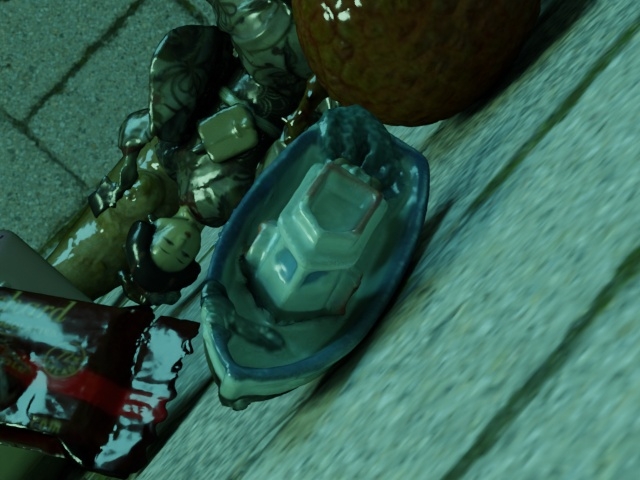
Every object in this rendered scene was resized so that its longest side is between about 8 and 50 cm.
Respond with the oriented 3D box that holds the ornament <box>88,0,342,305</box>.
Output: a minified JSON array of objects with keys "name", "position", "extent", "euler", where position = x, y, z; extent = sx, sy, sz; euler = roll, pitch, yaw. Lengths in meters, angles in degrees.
[{"name":"ornament","position":[-0.066,-0.054,0.898],"extent":[0.196,0.166,0.153],"euler":[-64,-14,3]}]

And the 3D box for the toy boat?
[{"name":"toy boat","position":[0.000,0.000,0.535],"extent":[0.140,0.059,0.066],"euler":[-58,-3,-44]}]

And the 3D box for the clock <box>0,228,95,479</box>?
[{"name":"clock","position":[-0.239,0.141,0.851],"extent":[0.284,0.114,0.309],"euler":[-51,9,-22]}]

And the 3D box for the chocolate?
[{"name":"chocolate","position":[-0.143,0.049,0.698],"extent":[0.182,0.028,0.086],"euler":[10,56,24]}]

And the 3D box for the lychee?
[{"name":"lychee","position":[0.029,-0.091,0.684],"extent":[0.140,0.114,0.101],"euler":[-24,-19,16]}]

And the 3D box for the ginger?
[{"name":"ginger","position":[-0.105,-0.053,1.228],"extent":[0.333,0.080,0.166],"euler":[-53,-6,-3]}]
